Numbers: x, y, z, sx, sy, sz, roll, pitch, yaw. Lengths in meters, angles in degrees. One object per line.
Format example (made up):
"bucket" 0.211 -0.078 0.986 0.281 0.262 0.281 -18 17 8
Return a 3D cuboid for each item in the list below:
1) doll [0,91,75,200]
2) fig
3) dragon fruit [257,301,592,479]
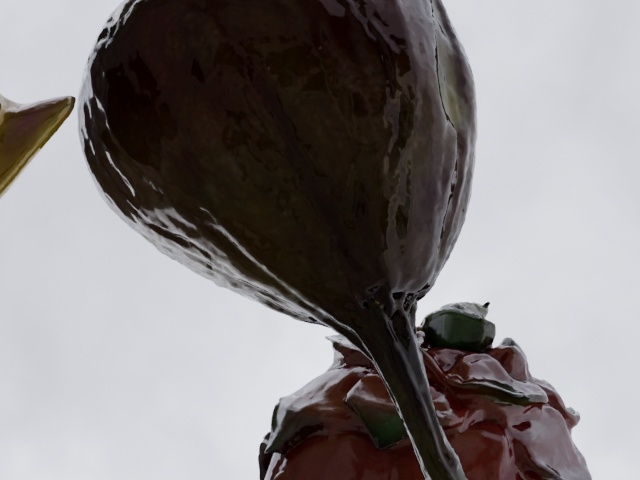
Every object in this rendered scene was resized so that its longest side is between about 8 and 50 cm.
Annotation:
"doll" -0.259 -0.056 0.703 0.166 0.269 0.162 1 -115 64
"fig" 0.023 -0.016 0.794 0.290 0.190 0.190 43 -62 12
"dragon fruit" 0.044 0.162 0.939 0.192 0.193 0.274 20 -94 23
